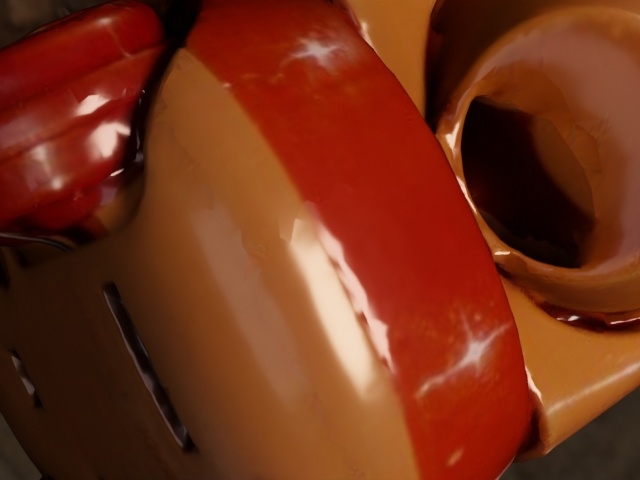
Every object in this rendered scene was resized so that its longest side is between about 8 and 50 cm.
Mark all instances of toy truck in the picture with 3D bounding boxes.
[{"bbox_3d":[0.000,0.000,0.507,0.265,0.239,0.189,-14,103,62],"label":"toy truck"}]
